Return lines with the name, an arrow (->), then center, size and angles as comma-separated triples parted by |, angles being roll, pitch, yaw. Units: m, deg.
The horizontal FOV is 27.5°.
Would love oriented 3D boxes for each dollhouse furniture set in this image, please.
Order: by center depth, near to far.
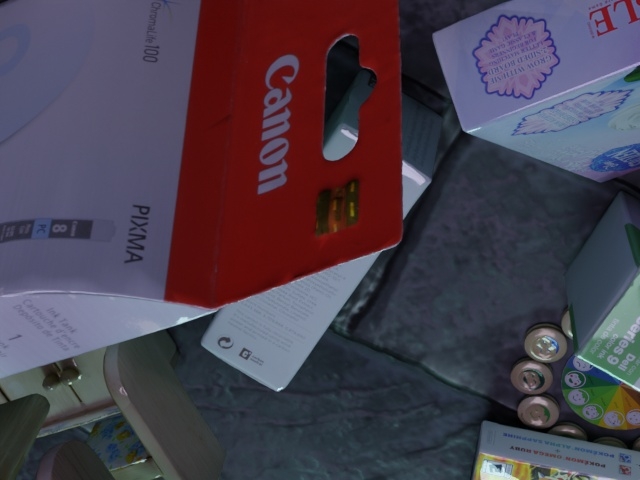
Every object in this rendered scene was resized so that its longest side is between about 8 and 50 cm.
dollhouse furniture set -> -0.286, 0.125, 1.014 | 0.362, 0.394, 0.256 | -19, 114, 23

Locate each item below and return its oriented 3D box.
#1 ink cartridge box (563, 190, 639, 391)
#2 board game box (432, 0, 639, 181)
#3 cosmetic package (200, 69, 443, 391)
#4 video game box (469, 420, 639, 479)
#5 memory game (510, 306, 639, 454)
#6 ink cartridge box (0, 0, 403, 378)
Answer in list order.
ink cartridge box -> 0.298, 0.072, 0.984 | 0.212, 0.154, 0.093 | 28, 112, -5
board game box -> 0.271, -0.128, 0.793 | 0.318, 0.319, 0.066 | -20, 79, 24
cosmetic package -> 0.001, -0.006, 1.027 | 0.085, 0.117, 0.231 | 31, 120, -7
video game box -> 0.221, 0.265, 1.183 | 0.187, 0.048, 0.205 | 8, 127, 5
memory game -> 0.255, 0.127, 1.118 | 0.186, 0.012, 0.186 | 6, 121, 10
ink cartridge box -> -0.134, -0.077, 0.904 | 0.385, 0.308, 0.091 | -18, 136, 23
